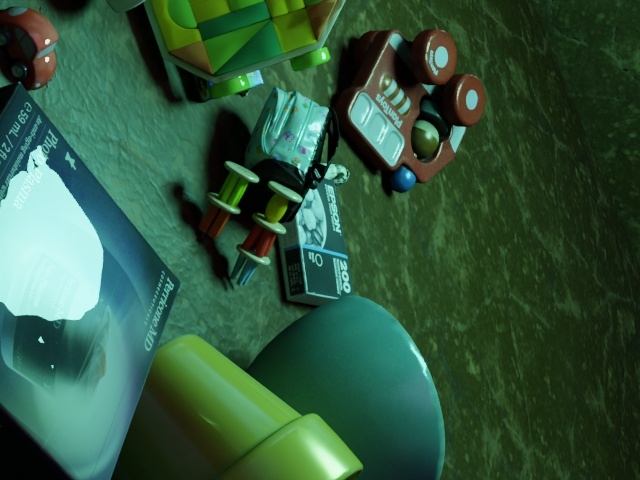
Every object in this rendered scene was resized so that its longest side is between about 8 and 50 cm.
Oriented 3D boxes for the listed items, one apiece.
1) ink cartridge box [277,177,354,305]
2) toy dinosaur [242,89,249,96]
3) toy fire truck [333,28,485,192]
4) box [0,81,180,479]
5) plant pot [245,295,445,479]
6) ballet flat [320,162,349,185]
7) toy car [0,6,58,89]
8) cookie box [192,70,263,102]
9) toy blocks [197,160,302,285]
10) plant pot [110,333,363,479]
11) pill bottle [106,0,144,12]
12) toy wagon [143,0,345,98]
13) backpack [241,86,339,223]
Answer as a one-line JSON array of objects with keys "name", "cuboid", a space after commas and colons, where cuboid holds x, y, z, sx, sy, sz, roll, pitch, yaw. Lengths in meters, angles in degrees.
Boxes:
[{"name": "ink cartridge box", "cuboid": [0.000, 0.000, 1.968, 0.208, 0.045, 0.206, 16, 62, -61]}, {"name": "toy dinosaur", "cuboid": [-0.135, -0.299, 1.860, 0.183, 0.053, 0.093, 53, 35, -36]}, {"name": "toy fire truck", "cuboid": [0.153, -0.230, 2.288, 0.302, 0.169, 0.254, 47, 62, -41]}, {"name": "box", "cuboid": [-0.309, 0.064, 1.197, 0.294, 0.182, 0.296, 56, 33, -35]}, {"name": "plant pot", "cuboid": [-0.006, 0.237, 1.629, 0.195, 0.290, 0.290, -16, 90, -31]}, {"name": "ballet flat", "cuboid": [0.015, -0.112, 2.059, 0.114, 0.041, 0.041, 1, 75, -62]}, {"name": "toy car", "cuboid": [-0.375, -0.301, 1.401, 0.225, 0.053, 0.239, 11, 66, -61]}, {"name": "cookie box", "cuboid": [-0.142, -0.261, 1.800, 0.092, 0.040, 0.107, -22, 96, -35]}, {"name": "toy blocks", "cuboid": [-0.110, -0.018, 1.716, 0.123, 0.148, 0.054, 24, 11, -21]}, {"name": "plant pot", "cuboid": [-0.124, 0.242, 1.372, 0.239, 0.254, 0.254, 48, 23, 14]}, {"name": "pill bottle", "cuboid": [-0.275, -0.392, 1.546, 0.208, 0.119, 0.119, 53, 33, -25]}, {"name": "toy wagon", "cuboid": [-0.071, -0.358, 1.717, 0.068, 0.344, 0.267, -118, -171, -83]}, {"name": "backpack", "cuboid": [-0.048, -0.132, 1.826, 0.115, 0.152, 0.182, 27, 58, -15]}]
